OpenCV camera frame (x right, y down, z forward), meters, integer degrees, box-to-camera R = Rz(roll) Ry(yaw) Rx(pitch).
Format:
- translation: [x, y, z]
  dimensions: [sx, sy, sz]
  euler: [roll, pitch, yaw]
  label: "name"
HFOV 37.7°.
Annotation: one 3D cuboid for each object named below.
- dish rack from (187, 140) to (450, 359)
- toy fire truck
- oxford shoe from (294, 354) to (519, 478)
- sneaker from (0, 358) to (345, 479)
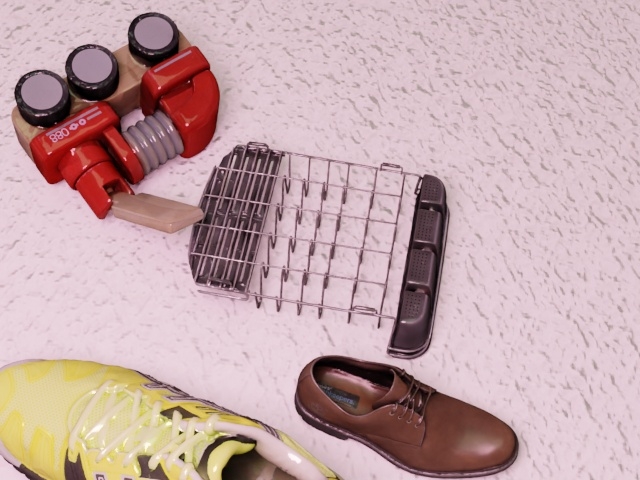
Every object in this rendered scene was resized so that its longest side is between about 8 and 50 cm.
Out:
- translation: [0.000, 0.000, 1.012]
  dimensions: [0.271, 0.074, 0.208]
  euler: [10, 59, 5]
  label: "dish rack"
- translation: [-0.189, -0.106, 1.027]
  dimensions: [0.217, 0.158, 0.246]
  euler: [-33, 79, -20]
  label: "toy fire truck"
- translation: [0.084, 0.170, 0.904]
  dimensions: [0.227, 0.096, 0.083]
  euler: [15, 59, 4]
  label: "oxford shoe"
- translation: [-0.128, 0.187, 0.848]
  dimensions: [0.384, 0.147, 0.145]
  euler: [20, 56, 6]
  label: "sneaker"
